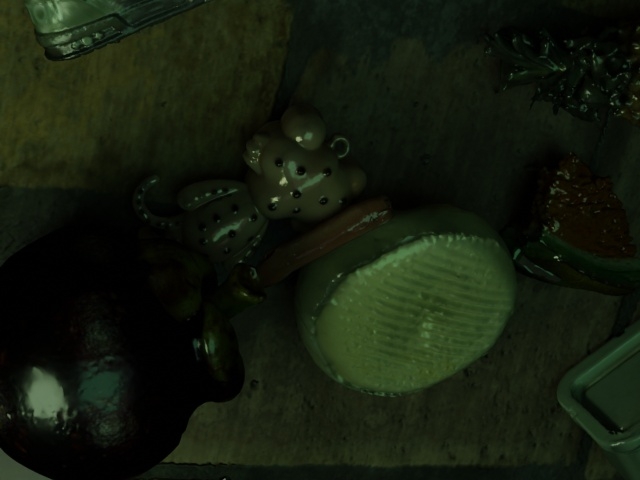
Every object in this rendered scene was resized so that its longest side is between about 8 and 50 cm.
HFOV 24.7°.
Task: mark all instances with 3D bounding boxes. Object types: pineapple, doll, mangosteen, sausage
[{"bbox_3d":[0.353,-0.208,1.800,0.340,0.169,0.169,0,111,-17],"label":"pineapple"},{"bbox_3d":[-0.085,-0.049,1.729,0.278,0.119,0.154,-25,117,1],"label":"doll"},{"bbox_3d":[-0.238,0.130,1.638,0.313,0.297,0.297,8,108,-35],"label":"mangosteen"},{"bbox_3d":[0.000,0.000,1.701,0.186,0.043,0.043,-29,120,12],"label":"sausage"}]

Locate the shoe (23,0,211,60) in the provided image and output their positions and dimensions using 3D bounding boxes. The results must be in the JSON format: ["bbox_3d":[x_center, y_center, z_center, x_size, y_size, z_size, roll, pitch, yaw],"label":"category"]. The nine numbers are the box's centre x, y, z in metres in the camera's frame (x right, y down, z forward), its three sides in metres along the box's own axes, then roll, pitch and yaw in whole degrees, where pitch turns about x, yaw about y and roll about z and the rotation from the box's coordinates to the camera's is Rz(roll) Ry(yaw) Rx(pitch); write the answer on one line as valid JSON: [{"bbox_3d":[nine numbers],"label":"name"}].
[{"bbox_3d":[-0.196,-0.316,1.568,0.293,0.109,0.149,-29,124,-2],"label":"shoe"}]

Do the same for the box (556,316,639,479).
[{"bbox_3d":[0.507,0.211,2.025,0.312,0.175,0.182,-35,127,-5],"label":"box"}]

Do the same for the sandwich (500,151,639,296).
[{"bbox_3d":[0.335,-0.017,1.906,0.185,0.109,0.160,20,83,-24],"label":"sandwich"}]

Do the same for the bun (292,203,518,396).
[{"bbox_3d":[0.101,0.060,1.819,0.287,0.146,0.287,-9,128,-12],"label":"bun"}]

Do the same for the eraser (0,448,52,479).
[{"bbox_3d":[-0.401,0.279,1.762,0.204,0.059,0.243,-11,119,-15],"label":"eraser"}]

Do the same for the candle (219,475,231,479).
[{"bbox_3d":[-0.115,0.442,1.940,0.084,0.059,0.301,-14,118,-28],"label":"candle"}]
